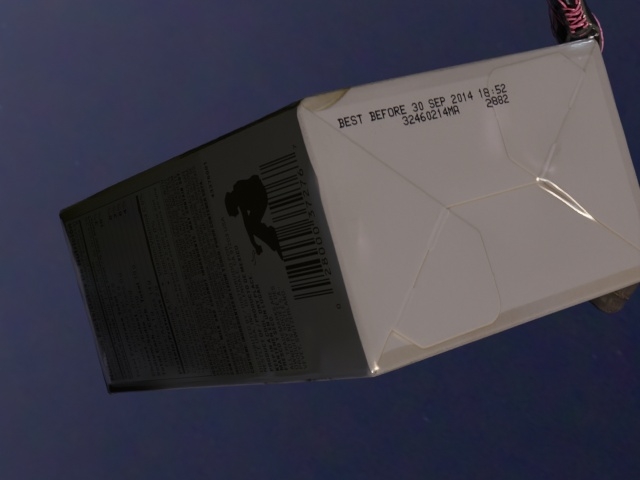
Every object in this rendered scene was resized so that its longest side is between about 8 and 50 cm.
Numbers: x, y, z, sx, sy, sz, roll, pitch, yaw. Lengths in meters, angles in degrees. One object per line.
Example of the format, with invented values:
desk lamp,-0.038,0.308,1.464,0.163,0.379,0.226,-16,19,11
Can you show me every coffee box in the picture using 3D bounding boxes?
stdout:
coffee box,0.000,0.000,0.651,0.297,0.168,0.118,-15,-89,60

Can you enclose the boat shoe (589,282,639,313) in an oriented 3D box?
boat shoe,0.159,-0.014,0.929,0.068,0.081,0.228,-60,-149,3

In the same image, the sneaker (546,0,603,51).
sneaker,0.241,-0.227,1.217,0.047,0.119,0.057,-25,-172,11
